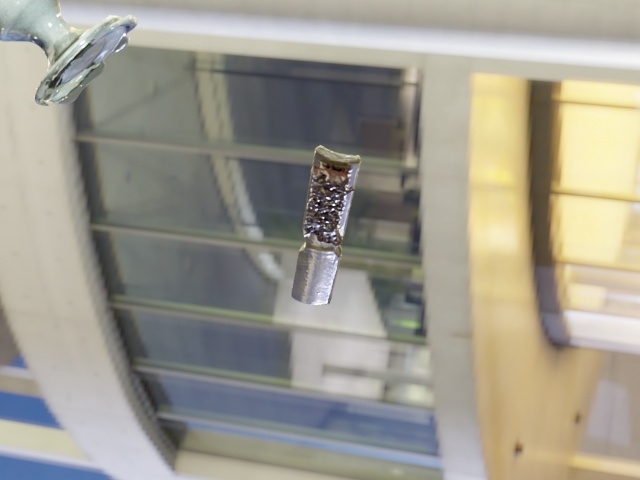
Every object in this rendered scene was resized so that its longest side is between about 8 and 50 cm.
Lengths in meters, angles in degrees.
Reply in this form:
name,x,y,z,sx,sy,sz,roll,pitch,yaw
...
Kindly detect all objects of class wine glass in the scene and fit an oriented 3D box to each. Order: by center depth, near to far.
name,x,y,z,sx,sy,sz,roll,pitch,yaw
wine glass,-0.173,-0.142,0.759,0.072,0.155,0.072,-46,0,0

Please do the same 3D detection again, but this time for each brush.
name,x,y,z,sx,sy,sz,roll,pitch,yaw
brush,0.000,0.000,1.338,0.248,0.043,0.036,102,-174,-58
